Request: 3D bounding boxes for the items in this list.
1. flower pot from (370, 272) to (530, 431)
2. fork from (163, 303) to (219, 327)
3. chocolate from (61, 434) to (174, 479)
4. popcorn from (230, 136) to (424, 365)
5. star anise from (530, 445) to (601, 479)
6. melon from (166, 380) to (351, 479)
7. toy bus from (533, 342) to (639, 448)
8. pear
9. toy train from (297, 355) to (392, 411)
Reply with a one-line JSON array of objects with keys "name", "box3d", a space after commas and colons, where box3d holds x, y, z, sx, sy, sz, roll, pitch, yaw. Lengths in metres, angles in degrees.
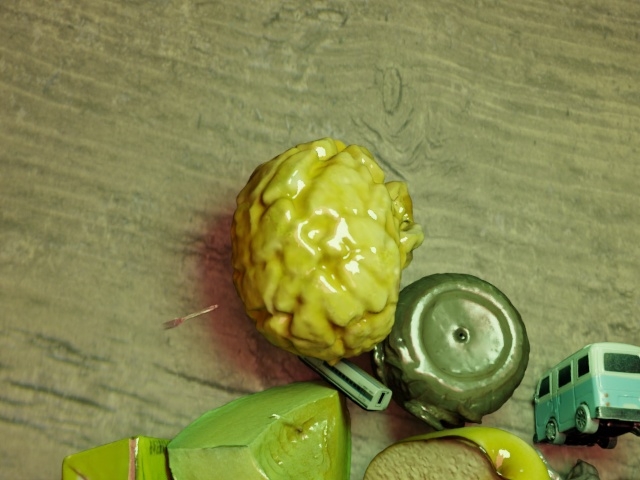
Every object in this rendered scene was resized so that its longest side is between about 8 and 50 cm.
[{"name": "flower pot", "box3d": [0.227, 0.212, 1.342, 0.302, 0.213, 0.301, 3, 70, -8]}, {"name": "fork", "box3d": [-0.250, 0.147, 1.396, 0.115, 0.012, 0.016, -22, 80, -21]}, {"name": "chocolate", "box3d": [-0.294, 0.465, 1.130, 0.137, 0.301, 0.288, -5, 71, 4]}, {"name": "popcorn", "box3d": [-0.009, 0.014, 1.279, 0.354, 0.344, 0.390, 49, 43, -20]}, {"name": "star anise", "box3d": [0.451, 0.509, 1.312, 0.316, 0.139, 0.359, 27, 75, -5]}, {"name": "melon", "box3d": [-0.051, 0.372, 1.224, 0.331, 0.343, 0.226, 33, 106, 15]}, {"name": "toy bus", "box3d": [0.502, 0.293, 1.333, 0.133, 0.271, 0.164, 6, 64, -7]}, {"name": "pear", "box3d": [0.252, 0.466, 1.210, 0.340, 0.386, 0.191, 46, 34, 24]}, {"name": "toy train", "box3d": [0.025, 0.230, 1.318, 0.055, 0.252, 0.048, 12, 103, -45]}]
